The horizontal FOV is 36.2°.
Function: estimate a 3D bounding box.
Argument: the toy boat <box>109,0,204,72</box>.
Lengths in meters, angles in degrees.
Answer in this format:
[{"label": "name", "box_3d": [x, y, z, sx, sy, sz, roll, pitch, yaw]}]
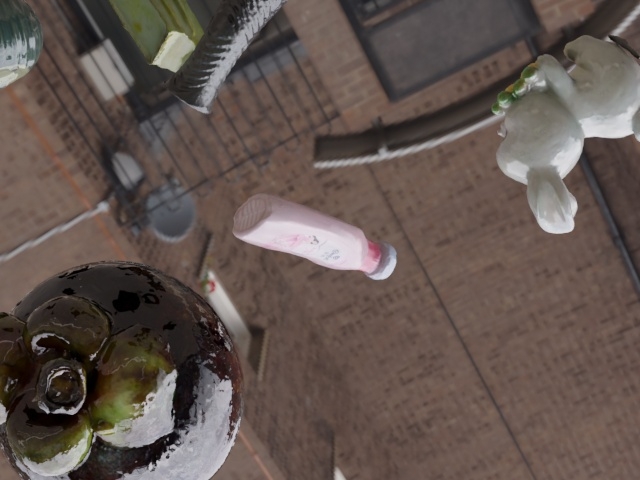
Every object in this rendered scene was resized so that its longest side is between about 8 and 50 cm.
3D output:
[{"label": "toy boat", "box_3d": [-0.280, -0.389, 1.587, 0.084, 0.276, 0.111, -16, 160, -39]}]

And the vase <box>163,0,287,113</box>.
[{"label": "vase", "box_3d": [-0.120, -0.291, 1.347, 0.237, 0.115, 0.115, -56, -162, 12]}]

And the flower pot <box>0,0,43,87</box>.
[{"label": "flower pot", "box_3d": [-0.588, -0.336, 1.654, 0.243, 0.157, 0.189, -22, 175, -39]}]

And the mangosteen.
[{"label": "mangosteen", "box_3d": [-0.252, 0.176, 1.157, 0.330, 0.330, 0.330, -25, -158, 11]}]

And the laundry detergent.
[{"label": "laundry detergent", "box_3d": [0.000, 0.000, 1.912, 0.159, 0.335, 0.088, -19, -122, 51]}]

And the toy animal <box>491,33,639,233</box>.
[{"label": "toy animal", "box_3d": [0.419, -0.185, 1.666, 0.310, 0.247, 0.183, -43, 174, -6]}]
